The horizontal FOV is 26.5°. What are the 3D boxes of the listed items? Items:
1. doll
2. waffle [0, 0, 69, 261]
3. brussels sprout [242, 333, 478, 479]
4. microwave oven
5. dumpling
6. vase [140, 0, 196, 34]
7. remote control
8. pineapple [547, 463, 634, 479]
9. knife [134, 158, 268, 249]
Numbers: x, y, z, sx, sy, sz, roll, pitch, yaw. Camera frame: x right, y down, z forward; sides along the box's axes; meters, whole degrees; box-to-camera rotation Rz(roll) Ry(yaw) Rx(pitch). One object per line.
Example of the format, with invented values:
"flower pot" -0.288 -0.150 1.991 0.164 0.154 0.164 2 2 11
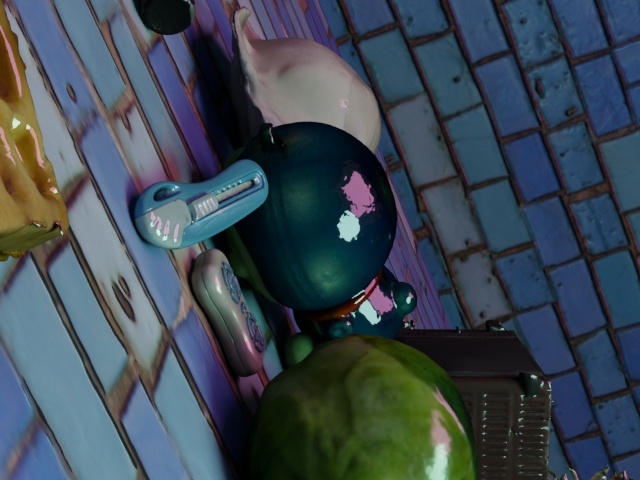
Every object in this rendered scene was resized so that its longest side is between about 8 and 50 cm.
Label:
"doll" 0.000 0.001 1.467 0.198 0.186 0.322 -85 155 -45
"waffle" -0.243 -0.137 0.692 0.224 0.098 0.328 -17 88 -79
"brussels sprout" 0.034 0.195 1.250 0.271 0.210 0.219 -125 -166 -69
"microwave oven" 0.144 0.198 1.499 0.247 0.188 0.178 -93 -174 -81
"dumpling" -0.039 -0.174 1.697 0.260 0.181 0.341 53 34 -2
"vase" -0.175 -0.315 1.507 0.060 0.060 0.211 59 15 -47
"remote control" -0.087 0.069 1.305 0.074 0.032 0.122 -90 158 -65
"pineapple" 0.251 0.438 1.598 0.352 0.300 0.352 -10 90 -81
"knife" -0.103 -0.038 1.255 0.222 0.031 0.064 -30 96 -61
